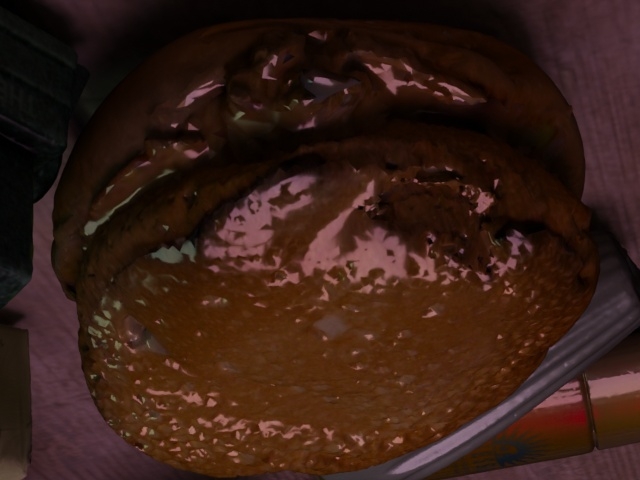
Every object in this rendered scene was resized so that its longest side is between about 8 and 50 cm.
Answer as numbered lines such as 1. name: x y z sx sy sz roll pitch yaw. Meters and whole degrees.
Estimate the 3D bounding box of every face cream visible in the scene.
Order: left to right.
1. face cream: 0.132 0.131 1.170 0.285 0.067 0.139 -12 149 7

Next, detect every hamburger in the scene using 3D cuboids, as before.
1. hamburger: 0.000 0.000 0.856 0.289 0.170 0.314 4 144 -22

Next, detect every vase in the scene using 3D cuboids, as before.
1. vase: 0.099 0.073 1.036 0.248 0.128 0.128 -28 142 14

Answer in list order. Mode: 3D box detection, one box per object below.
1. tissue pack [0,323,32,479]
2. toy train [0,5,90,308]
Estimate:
1. tissue pack: -0.322 0.109 0.999 0.234 0.125 0.159 19 140 -35
2. toy train: -0.255 -0.065 0.705 0.138 0.178 0.330 -30 139 30
